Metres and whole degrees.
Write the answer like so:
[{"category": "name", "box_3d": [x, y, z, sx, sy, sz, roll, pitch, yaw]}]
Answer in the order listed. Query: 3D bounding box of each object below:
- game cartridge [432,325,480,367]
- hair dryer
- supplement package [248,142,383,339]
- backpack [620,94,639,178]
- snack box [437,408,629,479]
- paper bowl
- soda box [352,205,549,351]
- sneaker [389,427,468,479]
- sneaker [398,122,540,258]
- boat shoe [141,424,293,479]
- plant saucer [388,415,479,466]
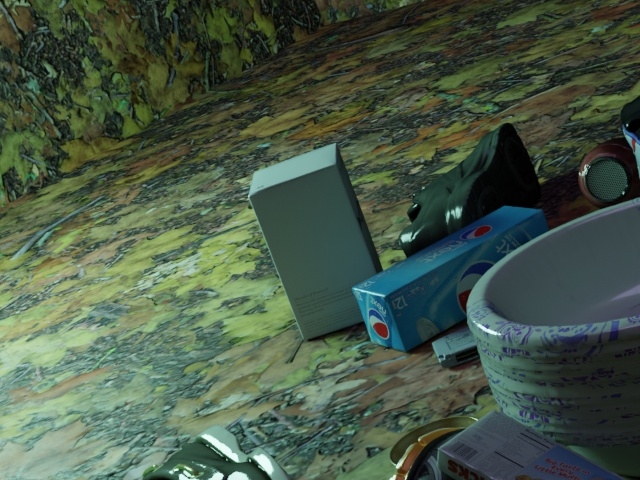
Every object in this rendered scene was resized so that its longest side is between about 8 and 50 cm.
[{"category": "game cartridge", "box_3d": [0.151, 0.096, 1.408, 0.083, 0.017, 0.056, -20, 19, 2]}, {"category": "hair dryer", "box_3d": [0.391, -0.078, 1.573, 0.223, 0.080, 0.293, -7, 5, -13]}, {"category": "supplement package", "box_3d": [0.000, 0.000, 1.619, 0.105, 0.179, 0.105, -19, 16, 7]}, {"category": "backpack", "box_3d": [0.414, -0.082, 1.314, 0.263, 0.213, 0.276, -11, 11, 3]}, {"category": "snack box", "box_3d": [0.167, 0.171, 0.983, 0.178, 0.022, 0.064, 26, 39, 37]}, {"category": "paper bowl", "box_3d": [0.264, 0.071, 1.098, 0.284, 0.148, 0.284, -20, 15, 6]}, {"category": "soda box", "box_3d": [0.143, 0.037, 1.520, 0.210, 0.067, 0.071, -28, 17, -23]}, {"category": "sneaker", "box_3d": [0.080, 0.209, 1.014, 0.083, 0.084, 0.215, 0, 32, 36]}, {"category": "sneaker", "box_3d": [0.174, -0.056, 1.742, 0.130, 0.109, 0.286, -19, 12, 30]}, {"category": "boat shoe", "box_3d": [-0.069, 0.216, 1.119, 0.091, 0.109, 0.305, -29, 10, -16]}, {"category": "plant saucer", "box_3d": [0.098, 0.173, 1.214, 0.083, 0.015, 0.083, -19, 15, 5]}]
